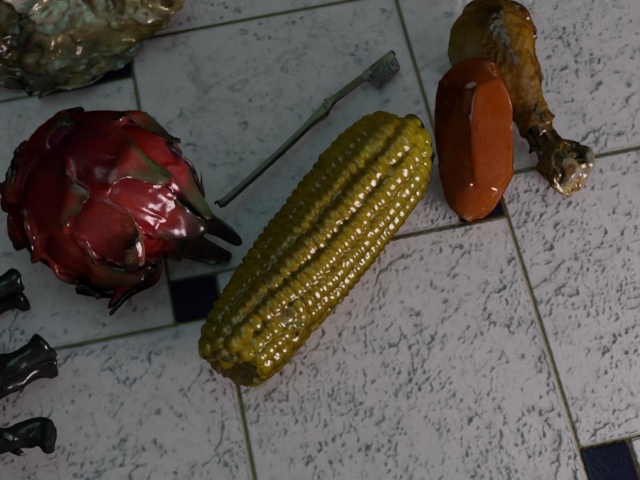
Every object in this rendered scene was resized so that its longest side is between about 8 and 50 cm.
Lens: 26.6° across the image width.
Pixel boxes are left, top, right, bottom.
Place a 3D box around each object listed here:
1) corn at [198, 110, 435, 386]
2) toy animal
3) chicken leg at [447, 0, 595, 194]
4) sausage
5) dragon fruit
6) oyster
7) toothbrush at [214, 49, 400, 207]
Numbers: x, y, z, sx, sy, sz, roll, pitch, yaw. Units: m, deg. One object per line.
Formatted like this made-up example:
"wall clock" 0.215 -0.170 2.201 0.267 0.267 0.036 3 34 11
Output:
"corn" 0.000 0.000 1.432 0.120 0.120 0.363 33 66 17
"toy animal" -0.345 0.136 1.389 0.146 0.115 0.245 -22 42 -16
"chicken leg" 0.226 -0.164 1.526 0.087 0.107 0.252 -18 70 -27
"sausage" 0.168 -0.112 1.480 0.089 0.089 0.179 -4 88 0
"dragon fruit" -0.216 -0.040 1.433 0.274 0.193 0.192 12 33 7
"oyster" -0.326 -0.286 1.595 0.351 0.115 0.238 -3 62 0
"toothbrush" -0.013 -0.129 1.542 0.294 0.026 0.028 -39 80 -22
